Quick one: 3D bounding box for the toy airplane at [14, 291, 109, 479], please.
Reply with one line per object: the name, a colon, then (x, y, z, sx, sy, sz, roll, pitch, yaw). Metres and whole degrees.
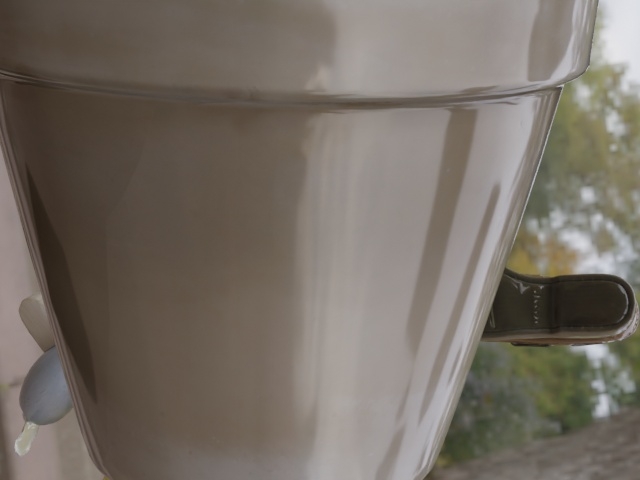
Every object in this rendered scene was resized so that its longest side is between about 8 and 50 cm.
toy airplane: (-0.172, 0.265, 1.698, 0.386, 0.272, 0.384, 30, -31, 49)

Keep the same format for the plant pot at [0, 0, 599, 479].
plant pot: (-0.024, -0.022, 0.817, 0.323, 0.323, 0.281, -105, -164, -75)

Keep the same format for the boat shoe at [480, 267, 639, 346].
boat shoe: (0.257, 0.094, 2.041, 0.104, 0.307, 0.111, 54, 46, -67)
